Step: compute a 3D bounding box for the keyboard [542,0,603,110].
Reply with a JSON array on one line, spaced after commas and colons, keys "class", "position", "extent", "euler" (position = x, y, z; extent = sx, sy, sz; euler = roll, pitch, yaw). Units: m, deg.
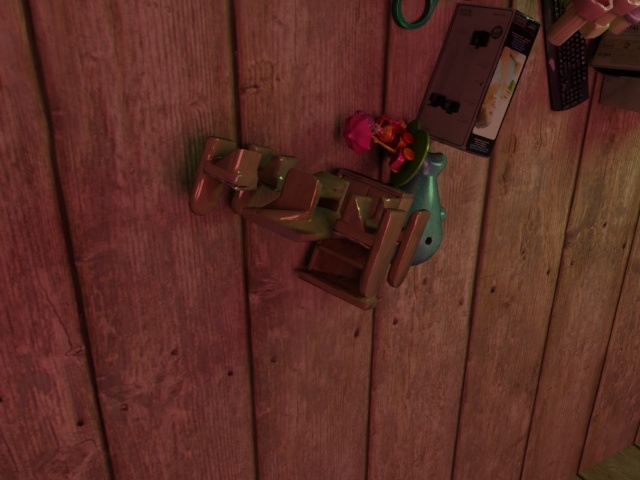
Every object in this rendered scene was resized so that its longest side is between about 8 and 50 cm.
[{"class": "keyboard", "position": [0.634, -0.486, 1.514], "extent": [0.201, 0.033, 0.317], "euler": [-31, 126, -16]}]

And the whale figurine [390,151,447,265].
[{"class": "whale figurine", "position": [0.216, -0.068, 1.382], "extent": [0.216, 0.141, 0.272], "euler": [12, 105, -35]}]

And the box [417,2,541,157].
[{"class": "box", "position": [0.323, -0.338, 1.308], "extent": [0.087, 0.169, 0.290], "euler": [9, 106, -37]}]

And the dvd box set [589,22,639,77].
[{"class": "dvd box set", "position": [0.836, -0.573, 1.402], "extent": [0.062, 0.308, 0.420], "euler": [15, 98, -38]}]

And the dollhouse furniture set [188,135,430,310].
[{"class": "dollhouse furniture set", "position": [0.000, 0.000, 1.161], "extent": [0.394, 0.362, 0.256], "euler": [-5, 117, -63]}]

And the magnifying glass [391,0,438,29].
[{"class": "magnifying glass", "position": [0.235, -0.522, 1.257], "extent": [0.231, 0.026, 0.092], "euler": [-44, 127, -5]}]

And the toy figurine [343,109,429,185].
[{"class": "toy figurine", "position": [0.123, -0.219, 1.278], "extent": [0.159, 0.173, 0.130], "euler": [25, 139, -20]}]

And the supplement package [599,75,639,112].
[{"class": "supplement package", "position": [0.903, -0.444, 1.593], "extent": [0.263, 0.198, 0.199], "euler": [-13, 118, -26]}]

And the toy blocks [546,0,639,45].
[{"class": "toy blocks", "position": [0.570, -0.579, 1.205], "extent": [0.309, 0.260, 0.288], "euler": [-16, 75, -31]}]
